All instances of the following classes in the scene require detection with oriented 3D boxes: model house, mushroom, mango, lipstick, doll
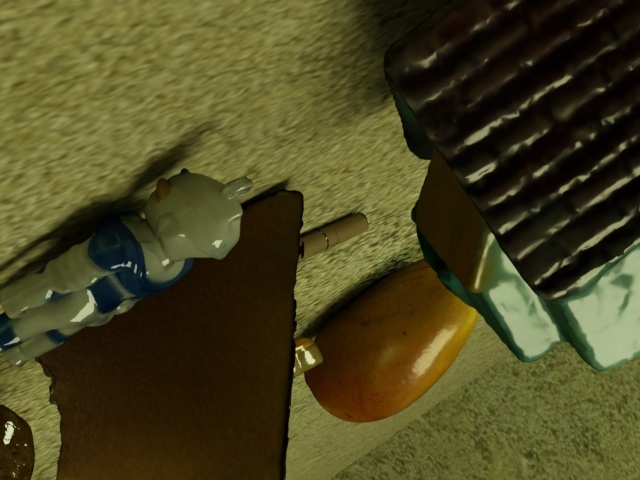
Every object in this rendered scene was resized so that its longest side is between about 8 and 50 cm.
[{"bbox_3d":[0.151,-0.109,0.833,0.280,0.230,0.249,-35,127,-1],"label":"model house"},{"bbox_3d":[-0.270,0.165,1.067,0.127,0.087,0.127,-24,143,-20],"label":"mushroom"},{"bbox_3d":[0.085,0.103,1.568,0.252,0.126,0.154,-44,175,39],"label":"mango"},{"bbox_3d":[0.000,0.000,1.202,0.094,0.019,0.019,-24,165,-34],"label":"lipstick"},{"bbox_3d":[-0.126,0.017,0.880,0.227,0.057,0.114,-28,164,23],"label":"doll"}]

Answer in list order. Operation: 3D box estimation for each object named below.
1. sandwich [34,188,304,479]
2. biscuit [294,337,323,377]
[{"bbox_3d":[-0.108,0.072,1.028,0.186,0.220,0.108,6,165,-4],"label":"sandwich"},{"bbox_3d":[-0.085,0.143,1.488,0.170,0.050,0.170,-28,175,-3],"label":"biscuit"}]
